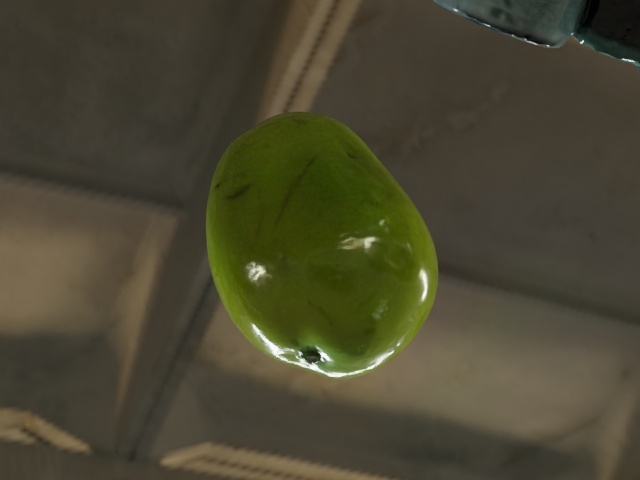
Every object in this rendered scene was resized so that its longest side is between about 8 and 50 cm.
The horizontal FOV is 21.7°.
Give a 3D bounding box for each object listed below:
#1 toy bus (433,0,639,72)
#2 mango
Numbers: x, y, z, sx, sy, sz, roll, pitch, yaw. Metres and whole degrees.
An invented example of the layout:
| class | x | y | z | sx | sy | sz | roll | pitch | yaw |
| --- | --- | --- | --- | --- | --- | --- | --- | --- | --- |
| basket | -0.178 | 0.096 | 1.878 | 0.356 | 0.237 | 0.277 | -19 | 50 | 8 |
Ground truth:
| class | x | y | z | sx | sy | sz | roll | pitch | yaw |
| --- | --- | --- | --- | --- | --- | --- | --- | --- | --- |
| toy bus | 0.003 | -0.155 | 0.506 | 0.256 | 0.147 | 0.128 | 20 | -75 | -7 |
| mango | -0.006 | 0.003 | 0.906 | 0.117 | 0.163 | 0.089 | -26 | -37 | -14 |
